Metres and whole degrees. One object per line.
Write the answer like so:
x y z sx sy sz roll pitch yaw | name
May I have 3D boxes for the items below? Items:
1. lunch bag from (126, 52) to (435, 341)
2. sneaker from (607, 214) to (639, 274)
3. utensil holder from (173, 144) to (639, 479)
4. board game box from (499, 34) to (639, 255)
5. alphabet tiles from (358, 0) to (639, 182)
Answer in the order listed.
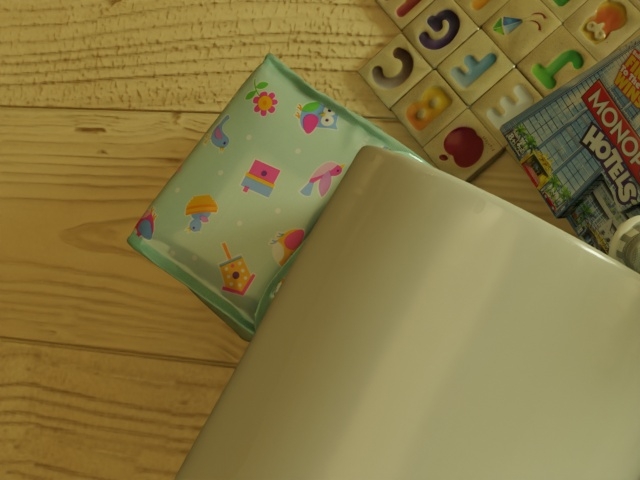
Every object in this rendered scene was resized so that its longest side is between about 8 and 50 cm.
0.000 0.000 1.492 0.262 0.160 0.223 37 87 20 | lunch bag
0.334 0.040 1.274 0.229 0.132 0.086 12 94 3 | sneaker
0.075 0.166 1.287 0.327 0.327 0.385 27 87 32 | utensil holder
0.267 -0.081 1.380 0.194 0.060 0.194 -50 58 37 | board game box
0.205 -0.215 1.543 0.342 0.011 0.285 -42 59 9 | alphabet tiles
